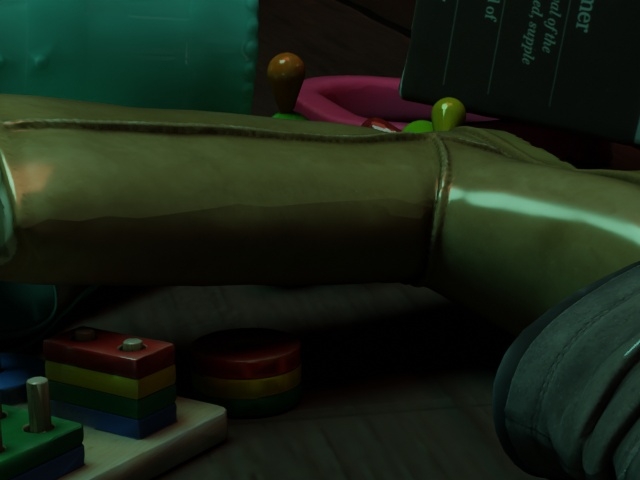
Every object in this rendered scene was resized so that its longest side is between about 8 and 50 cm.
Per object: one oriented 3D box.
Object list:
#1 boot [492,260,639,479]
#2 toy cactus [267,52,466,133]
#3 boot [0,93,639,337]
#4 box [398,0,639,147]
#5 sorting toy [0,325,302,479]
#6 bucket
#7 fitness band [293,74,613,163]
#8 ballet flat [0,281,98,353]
[{"bbox_3d":[0.230,0.017,0.485,0.338,0.118,0.223,-16,16,-5],"label":"boot"},{"bbox_3d":[0.049,-0.035,0.874,0.180,0.112,0.219,16,11,22],"label":"toy cactus"},{"bbox_3d":[0.000,0.000,0.640,0.269,0.089,0.236,2,12,-28],"label":"boot"},{"bbox_3d":[0.253,-0.151,0.970,0.381,0.191,0.143,11,23,9],"label":"box"},{"bbox_3d":[-0.131,0.063,0.580,0.132,0.046,0.274,9,18,33],"label":"sorting toy"},{"bbox_3d":[-0.161,-0.139,0.953,0.183,0.281,0.281,-3,14,-22],"label":"bucket"},{"bbox_3d":[0.087,-0.088,1.140,0.209,0.054,0.291,-5,14,-15],"label":"fitness band"},{"bbox_3d":[-0.156,0.010,0.755,0.087,0.083,0.247,-21,4,27],"label":"ballet flat"}]
